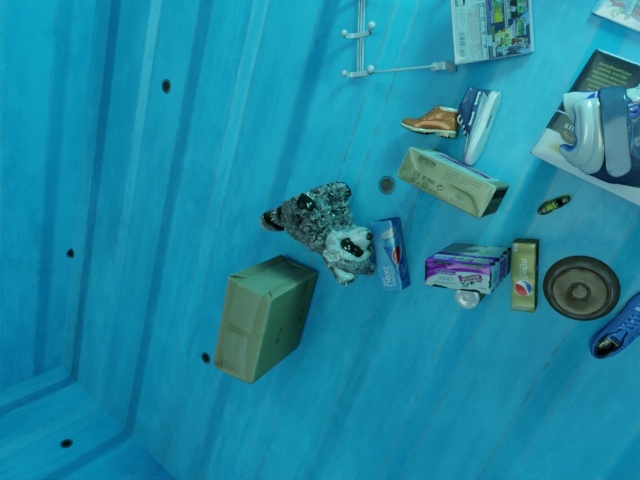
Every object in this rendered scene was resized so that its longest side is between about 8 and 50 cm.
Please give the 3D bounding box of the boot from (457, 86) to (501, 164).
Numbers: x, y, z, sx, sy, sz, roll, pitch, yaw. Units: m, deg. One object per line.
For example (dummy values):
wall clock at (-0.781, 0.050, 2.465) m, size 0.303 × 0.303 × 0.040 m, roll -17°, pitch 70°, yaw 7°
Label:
boot at (0.390, -0.296, 1.187) m, size 0.086 × 0.069 × 0.190 m, roll 27°, pitch 106°, yaw 33°

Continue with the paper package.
paper package at (-0.176, 0.247, 1.513) m, size 0.168 × 0.309 × 0.324 m, roll 23°, pitch 112°, yaw 22°

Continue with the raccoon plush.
raccoon plush at (0.000, 0.000, 1.450) m, size 0.446 × 0.216 × 0.299 m, roll -17°, pitch 94°, yaw 63°

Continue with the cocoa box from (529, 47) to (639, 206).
cocoa box at (0.658, -0.199, 0.928) m, size 0.347 × 0.231 × 0.228 m, roll 34°, pitch 114°, yaw 22°

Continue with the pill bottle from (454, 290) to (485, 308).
pill bottle at (0.407, 0.137, 1.232) m, size 0.065 × 0.116 × 0.065 m, roll 8°, pitch 104°, yaw 32°

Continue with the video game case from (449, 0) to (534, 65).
video game case at (0.410, -0.540, 1.108) m, size 0.184 × 0.023 × 0.201 m, roll -5°, pitch 98°, yaw 13°

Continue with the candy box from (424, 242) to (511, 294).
candy box at (0.378, 0.065, 1.165) m, size 0.159 × 0.233 × 0.071 m, roll 6°, pitch 103°, yaw 33°

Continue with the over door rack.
over door rack at (0.195, -0.568, 1.223) m, size 0.324 × 0.108 × 0.239 m, roll 8°, pitch 105°, yaw 31°

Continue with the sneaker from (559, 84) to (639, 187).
sneaker at (0.547, -0.253, 0.772) m, size 0.236 × 0.130 × 0.322 m, roll 25°, pitch 113°, yaw 21°

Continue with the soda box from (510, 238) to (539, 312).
soda box at (0.524, 0.089, 1.179) m, size 0.058 × 0.061 × 0.181 m, roll 4°, pitch 102°, yaw 32°

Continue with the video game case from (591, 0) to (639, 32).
video game case at (0.690, -0.509, 0.973) m, size 0.166 × 0.015 × 0.119 m, roll 37°, pitch 118°, yaw 21°

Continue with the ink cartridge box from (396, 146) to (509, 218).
ink cartridge box at (0.339, -0.151, 1.167) m, size 0.235 × 0.193 × 0.088 m, roll 31°, pitch 113°, yaw 23°

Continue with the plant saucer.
plant saucer at (0.639, 0.121, 1.133) m, size 0.169 × 0.029 × 0.168 m, roll 7°, pitch 103°, yaw 32°

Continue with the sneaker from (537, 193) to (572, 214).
sneaker at (0.570, -0.089, 1.127) m, size 0.083 × 0.035 × 0.031 m, roll -35°, pitch 80°, yaw 33°

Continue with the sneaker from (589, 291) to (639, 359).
sneaker at (0.715, 0.202, 1.071) m, size 0.069 × 0.082 × 0.209 m, roll 42°, pitch 118°, yaw 20°

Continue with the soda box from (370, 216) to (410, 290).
soda box at (0.208, 0.041, 1.369) m, size 0.071 × 0.067 × 0.210 m, roll -6°, pitch 97°, yaw 34°

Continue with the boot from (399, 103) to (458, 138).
boot at (0.295, -0.327, 1.244) m, size 0.158 × 0.059 × 0.084 m, roll 12°, pitch 104°, yaw 21°
